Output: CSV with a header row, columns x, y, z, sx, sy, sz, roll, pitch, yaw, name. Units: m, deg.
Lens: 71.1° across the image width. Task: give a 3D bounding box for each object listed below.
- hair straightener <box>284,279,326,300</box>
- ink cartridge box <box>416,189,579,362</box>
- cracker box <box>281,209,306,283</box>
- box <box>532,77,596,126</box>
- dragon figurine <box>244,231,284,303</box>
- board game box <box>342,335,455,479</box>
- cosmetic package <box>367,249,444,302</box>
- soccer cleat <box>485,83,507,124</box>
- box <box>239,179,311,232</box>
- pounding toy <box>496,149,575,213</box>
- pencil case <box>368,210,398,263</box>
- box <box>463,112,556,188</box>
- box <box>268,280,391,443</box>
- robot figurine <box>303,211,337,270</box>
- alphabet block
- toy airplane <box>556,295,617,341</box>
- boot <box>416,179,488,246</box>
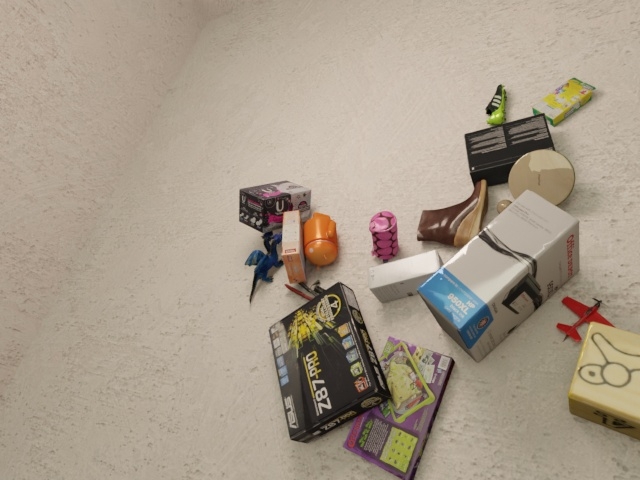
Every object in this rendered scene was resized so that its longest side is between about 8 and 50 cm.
x,y,z,sx,sy,sz,roll,pitch,yaw,name
-0.025,0.176,1.611,0.230,0.047,0.089,24,74,39,hair straightener
0.486,0.104,1.198,0.395,0.285,0.166,-42,50,-1,ink cartridge box
-0.096,0.022,1.652,0.067,0.156,0.232,-7,43,3,cracker box
0.843,-0.483,1.549,0.179,0.043,0.105,-38,48,6,box
-0.230,0.091,1.723,0.085,0.144,0.289,29,77,41,dragon figurine
0.225,0.465,1.271,0.208,0.056,0.347,15,68,32,board game box
0.278,0.118,1.427,0.231,0.117,0.085,-17,53,22,cosmetic package
0.653,-0.509,1.667,0.072,0.060,0.179,-2,61,31,soccer cleat
-0.176,-0.140,1.766,0.247,0.142,0.163,-19,32,-42,box
0.684,-0.161,1.403,0.183,0.110,0.237,32,108,30,pounding toy
0.209,-0.012,1.492,0.098,0.209,0.095,-9,58,6,pencil case
0.633,-0.297,1.506,0.261,0.103,0.184,-11,52,24,box
0.011,0.369,1.395,0.318,0.097,0.395,-36,45,19,box
0.000,-0.001,1.660,0.158,0.128,0.219,-17,53,19,robot figurine
0.686,0.321,0.997,0.197,0.193,0.192,16,67,37,alphabet block
0.688,0.209,1.181,0.151,0.028,0.151,-17,51,22,toy airplane
0.440,-0.098,1.492,0.207,0.090,0.248,7,67,31,boot
